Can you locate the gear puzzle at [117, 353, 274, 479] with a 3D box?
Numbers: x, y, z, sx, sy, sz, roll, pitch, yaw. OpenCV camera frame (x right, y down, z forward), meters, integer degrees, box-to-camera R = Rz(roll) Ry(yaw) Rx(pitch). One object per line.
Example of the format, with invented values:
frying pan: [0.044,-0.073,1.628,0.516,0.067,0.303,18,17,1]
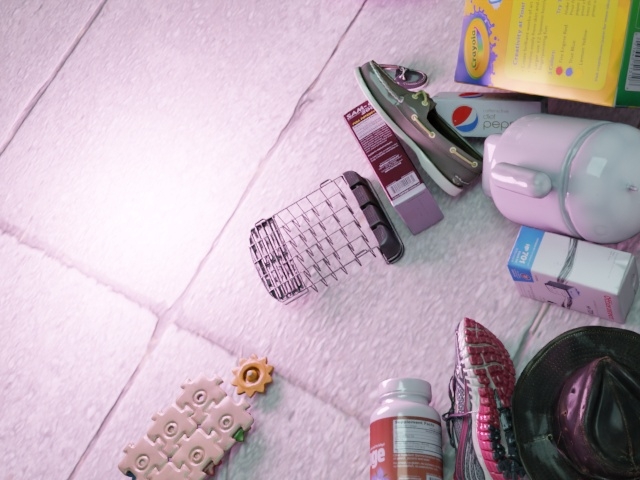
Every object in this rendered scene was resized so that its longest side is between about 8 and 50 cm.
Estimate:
gear puzzle: [-0.215,0.342,1.889,0.175,0.044,0.339,36,79,33]

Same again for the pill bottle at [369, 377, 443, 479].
pill bottle: [0.142,0.344,1.692,0.121,0.121,0.216,-8,62,18]

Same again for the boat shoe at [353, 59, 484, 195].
boat shoe: [0.185,-0.224,1.889,0.091,0.109,0.305,-40,93,24]

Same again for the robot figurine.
robot figurine: [0.427,-0.106,1.713,0.353,0.300,0.200,19,114,53]

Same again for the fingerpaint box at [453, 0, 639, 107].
fingerpaint box: [0.441,-0.471,1.766,0.371,0.163,0.445,20,108,49]

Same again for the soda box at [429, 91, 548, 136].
soda box: [0.317,-0.238,1.922,0.216,0.074,0.069,5,23,23]

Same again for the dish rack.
dish rack: [0.000,0.000,1.951,0.271,0.074,0.208,-30,57,8]

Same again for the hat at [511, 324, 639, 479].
hat: [0.448,0.271,1.570,0.331,0.134,0.331,-4,65,8]

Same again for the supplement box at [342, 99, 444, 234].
supplement box: [0.137,-0.141,1.927,0.073,0.130,0.239,-31,57,7]

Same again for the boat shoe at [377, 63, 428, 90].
boat shoe: [0.158,-0.336,2.068,0.125,0.038,0.046,14,71,27]

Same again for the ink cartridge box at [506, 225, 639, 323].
ink cartridge box: [0.424,0.057,1.706,0.190,0.139,0.082,17,72,28]

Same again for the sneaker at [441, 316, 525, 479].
sneaker: [0.253,0.266,1.694,0.112,0.121,0.299,-32,45,38]
